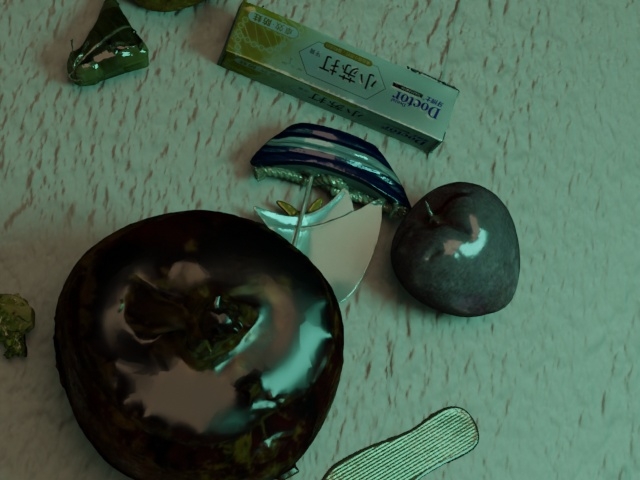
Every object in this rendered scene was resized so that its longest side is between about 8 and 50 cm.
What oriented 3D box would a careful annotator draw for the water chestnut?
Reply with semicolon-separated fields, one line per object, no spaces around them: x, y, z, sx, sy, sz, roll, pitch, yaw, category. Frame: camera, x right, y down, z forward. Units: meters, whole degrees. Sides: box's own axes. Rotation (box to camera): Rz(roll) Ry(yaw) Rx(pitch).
-0.128;0.117;1.797;0.350;0.302;0.350;5;67;-11;water chestnut

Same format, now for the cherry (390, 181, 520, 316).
0.177;0.012;2.016;0.176;0.140;0.176;-5;98;-36;cherry

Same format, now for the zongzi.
-0.290;-0.257;2.026;0.109;0.055;0.119;-24;67;-21;zongzi

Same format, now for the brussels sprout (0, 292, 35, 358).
-0.363;0.099;1.865;0.058;0.085;0.085;-10;74;-11;brussels sprout

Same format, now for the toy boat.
0.000;0.000;2.012;0.220;0.067;0.291;15;70;-11;toy boat

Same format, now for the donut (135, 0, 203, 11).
-0.193;-0.406;2.070;0.226;0.114;0.227;5;70;-14;donut

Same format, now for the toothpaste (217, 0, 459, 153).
0.024;-0.214;2.092;0.313;0.071;0.089;22;70;-8;toothpaste

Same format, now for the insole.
0.092;0.280;1.966;0.253;0.005;0.086;-29;82;-24;insole
